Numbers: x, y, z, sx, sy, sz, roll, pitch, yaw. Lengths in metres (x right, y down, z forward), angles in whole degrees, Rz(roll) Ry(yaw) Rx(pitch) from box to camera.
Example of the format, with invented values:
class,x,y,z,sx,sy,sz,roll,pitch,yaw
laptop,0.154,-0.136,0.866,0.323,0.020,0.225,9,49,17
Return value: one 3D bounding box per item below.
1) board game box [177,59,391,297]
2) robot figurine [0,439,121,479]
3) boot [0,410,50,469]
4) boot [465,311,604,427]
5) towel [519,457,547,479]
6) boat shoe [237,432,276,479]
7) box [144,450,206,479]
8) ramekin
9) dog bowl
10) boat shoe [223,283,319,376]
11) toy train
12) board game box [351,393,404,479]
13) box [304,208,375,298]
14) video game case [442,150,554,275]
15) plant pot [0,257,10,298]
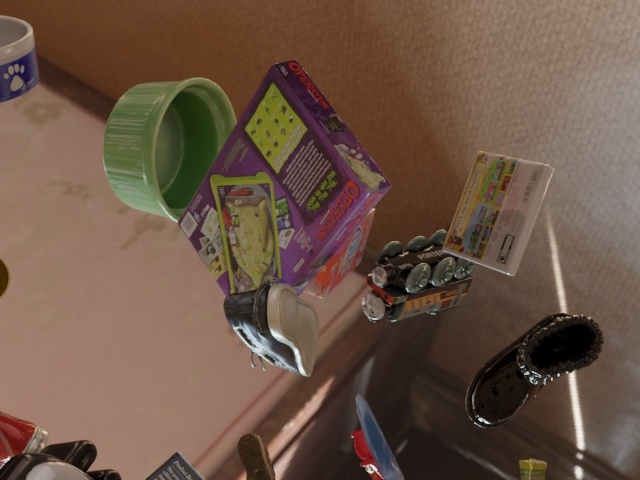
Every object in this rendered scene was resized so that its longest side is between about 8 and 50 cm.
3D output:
class,x,y,z,sx,sy,sz,roll,pitch,yaw
board game box,-0.063,-0.045,1.179,0.208,0.056,0.347,58,138,17
robot figurine,-0.367,0.379,1.107,0.209,0.278,0.173,28,134,2
boot,-0.537,0.294,1.348,0.176,0.088,0.244,37,135,-20
boot,0.454,0.286,1.946,0.131,0.348,0.260,41,-176,4
towel,0.228,0.371,1.027,0.021,0.237,0.102,5,168,27
boat shoe,-0.112,0.464,1.740,0.064,0.060,0.177,-22,66,17
box,-0.353,0.697,1.888,0.212,0.395,0.293,39,158,32
ramekin,-0.314,-0.191,1.865,0.148,0.303,0.303,9,132,27
dog bowl,-0.687,-0.349,1.731,0.265,0.265,0.104,21,127,32
boat shoe,-0.057,0.118,1.140,0.079,0.095,0.254,0,164,12
toy train,0.236,0.094,2.095,0.142,0.334,0.190,39,125,34
board game box,0.066,0.276,1.110,0.168,0.033,0.133,64,-172,-6
box,0.000,0.000,1.978,0.154,0.300,0.142,19,109,14
video game case,0.356,-0.060,1.809,0.026,0.226,0.206,18,-177,-34
plant pot,-0.712,0.095,1.830,0.134,0.134,0.095,44,142,3
